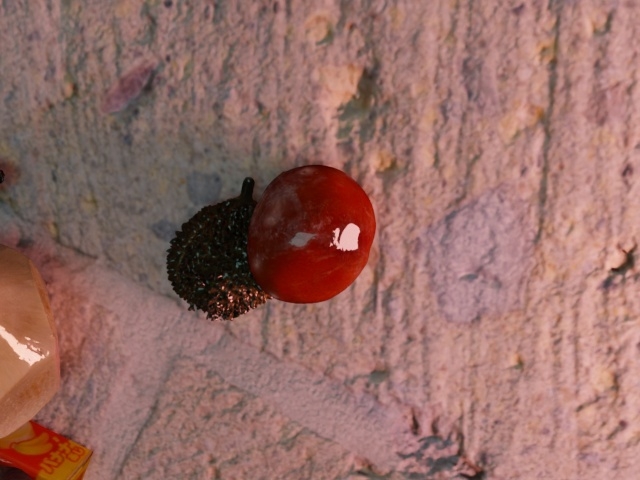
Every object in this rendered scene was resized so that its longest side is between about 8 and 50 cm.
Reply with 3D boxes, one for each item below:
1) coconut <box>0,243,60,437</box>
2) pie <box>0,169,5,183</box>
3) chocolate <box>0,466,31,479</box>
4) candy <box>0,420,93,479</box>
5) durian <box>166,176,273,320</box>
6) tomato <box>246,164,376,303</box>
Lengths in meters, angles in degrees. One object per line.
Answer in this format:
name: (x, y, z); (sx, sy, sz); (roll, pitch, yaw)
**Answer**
coconut: (-0.414, 0.116, 0.791); (0.197, 0.237, 0.237); (-6, 105, -22)
pie: (-0.463, -0.056, 0.844); (0.191, 0.033, 0.088); (-38, 88, 21)
chocolate: (-0.416, 0.327, 0.823); (0.167, 0.072, 0.072); (-30, 98, 15)
candy: (-0.462, 0.298, 0.905); (0.275, 0.088, 0.146); (24, 108, 2)
durian: (-0.110, 0.017, 0.777); (0.148, 0.091, 0.189); (21, 105, 3)
tomato: (0.000, 0.000, 0.723); (0.139, 0.091, 0.159); (29, 88, -29)
